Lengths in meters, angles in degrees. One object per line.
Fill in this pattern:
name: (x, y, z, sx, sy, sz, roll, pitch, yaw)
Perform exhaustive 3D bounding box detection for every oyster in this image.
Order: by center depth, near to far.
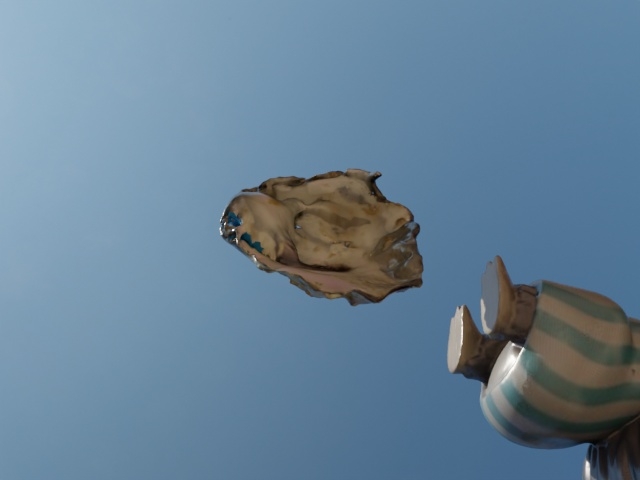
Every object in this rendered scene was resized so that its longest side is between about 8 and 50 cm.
oyster: (0.000, 0.000, 0.588, 0.214, 0.083, 0.223, -4, -145, -2)

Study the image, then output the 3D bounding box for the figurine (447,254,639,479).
figurine: (0.273, 0.240, 0.436, 0.361, 0.266, 0.378, 16, -127, 4)
